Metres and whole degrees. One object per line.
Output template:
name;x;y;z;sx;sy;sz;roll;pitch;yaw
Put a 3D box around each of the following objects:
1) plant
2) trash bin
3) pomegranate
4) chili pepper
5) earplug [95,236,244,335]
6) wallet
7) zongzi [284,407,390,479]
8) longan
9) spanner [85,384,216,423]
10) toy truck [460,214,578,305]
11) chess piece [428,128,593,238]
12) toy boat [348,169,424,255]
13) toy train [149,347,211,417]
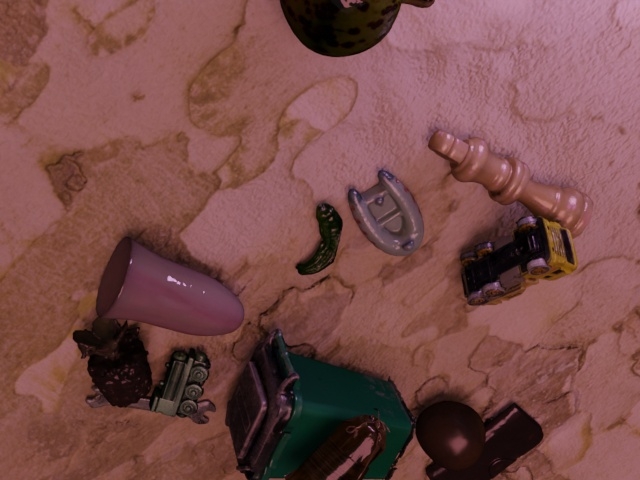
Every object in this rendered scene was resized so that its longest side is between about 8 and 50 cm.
plant;-0.441;0.255;1.749;0.142;0.131;0.203;-10;129;-4
trash bin;0.002;0.393;1.858;0.381;0.259;0.295;14;114;-25
pomegranate;0.064;-0.441;1.452;0.306;0.242;0.242;1;123;-48
chili pepper;0.005;0.003;1.753;0.073;0.050;0.182;6;119;-23
earplug;-0.295;0.120;1.702;0.301;0.172;0.172;21;112;-28
wallet;0.440;0.565;2.147;0.309;0.042;0.165;-41;116;11
zongzi;0.072;0.482;1.741;0.247;0.111;0.241;-44;145;0
longan;0.327;0.483;2.016;0.189;0.189;0.189;-5;119;-9
spanner;-0.392;0.382;1.893;0.301;0.017;0.071;14;114;-18
toy truck;0.435;0.057;1.774;0.157;0.124;0.272;10;150;-32
chess piece;0.397;-0.126;1.732;0.397;0.117;0.117;25;110;-20
toy boat;0.149;-0.048;1.740;0.134;0.079;0.208;-32;118;3
toy train;-0.316;0.323;1.843;0.111;0.071;0.171;16;107;-13
